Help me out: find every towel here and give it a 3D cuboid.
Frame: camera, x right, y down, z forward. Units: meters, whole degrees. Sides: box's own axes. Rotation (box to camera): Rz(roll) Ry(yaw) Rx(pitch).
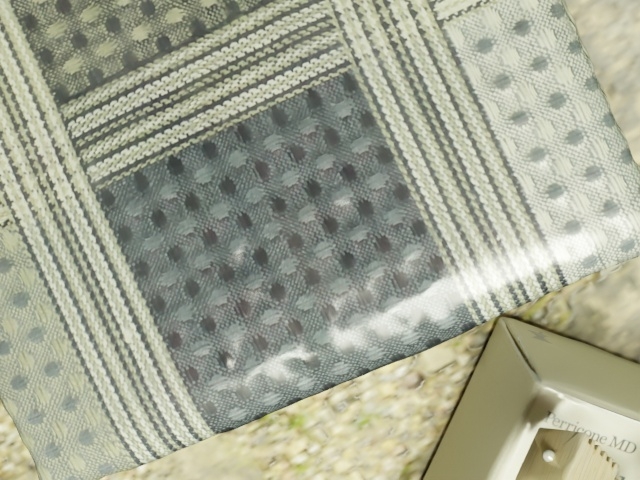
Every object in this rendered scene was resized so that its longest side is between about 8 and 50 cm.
[{"bbox_3d":[-0.048,-0.086,0.525,0.312,0.056,0.324,-24,90,7],"label":"towel"}]

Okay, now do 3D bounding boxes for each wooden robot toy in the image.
[{"bbox_3d":[0.165,0.122,0.530,0.173,0.076,0.079,34,67,-13],"label":"wooden robot toy"}]

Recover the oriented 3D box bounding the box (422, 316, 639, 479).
[{"bbox_3d":[0.097,0.190,0.618,0.113,0.094,0.275,19,106,-8],"label":"box"}]
